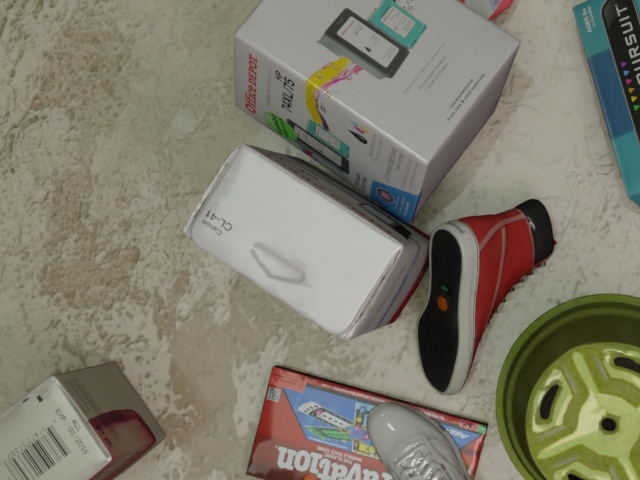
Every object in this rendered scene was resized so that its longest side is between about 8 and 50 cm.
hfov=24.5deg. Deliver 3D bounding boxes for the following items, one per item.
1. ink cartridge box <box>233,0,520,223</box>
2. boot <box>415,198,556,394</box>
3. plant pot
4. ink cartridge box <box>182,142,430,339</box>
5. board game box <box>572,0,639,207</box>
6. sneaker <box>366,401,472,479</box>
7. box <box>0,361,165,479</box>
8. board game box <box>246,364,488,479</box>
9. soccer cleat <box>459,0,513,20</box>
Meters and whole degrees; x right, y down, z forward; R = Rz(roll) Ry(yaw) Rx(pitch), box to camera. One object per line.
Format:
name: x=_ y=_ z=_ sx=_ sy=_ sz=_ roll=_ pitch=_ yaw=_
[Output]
ink cartridge box: x=0.059 y=-0.198 z=1.753 sx=0.270 sy=0.198 sz=0.197 roll=35 pitch=72 yaw=10
boot: x=0.212 y=0.070 z=1.805 sx=0.088 sy=0.176 sz=0.244 roll=39 pitch=134 yaw=42
plant pot: x=0.331 y=0.201 z=1.692 sx=0.276 sy=0.254 sz=0.276 roll=0 pitch=89 yaw=10
ink cartridge box: x=0.000 y=0.000 z=1.732 sx=0.226 sy=0.306 sz=0.131 roll=32 pitch=95 yaw=9
board game box: x=0.484 y=-0.212 z=1.686 sx=0.336 sy=0.079 sz=0.254 roll=-21 pitch=68 yaw=23
sneaker: x=0.138 y=0.293 z=1.782 sx=0.090 sy=0.095 sz=0.235 roll=-40 pitch=82 yaw=8
box: x=-0.310 y=0.248 z=1.823 sx=0.148 sy=0.232 sz=0.127 roll=-38 pitch=83 yaw=8
board game box: x=0.057 y=0.263 z=1.858 sx=0.281 sy=0.027 sz=0.145 roll=14 pitch=93 yaw=11
soccer cleat: x=0.219 y=-0.341 z=1.823 sx=0.095 sy=0.083 sz=0.248 roll=34 pitch=90 yaw=-20
